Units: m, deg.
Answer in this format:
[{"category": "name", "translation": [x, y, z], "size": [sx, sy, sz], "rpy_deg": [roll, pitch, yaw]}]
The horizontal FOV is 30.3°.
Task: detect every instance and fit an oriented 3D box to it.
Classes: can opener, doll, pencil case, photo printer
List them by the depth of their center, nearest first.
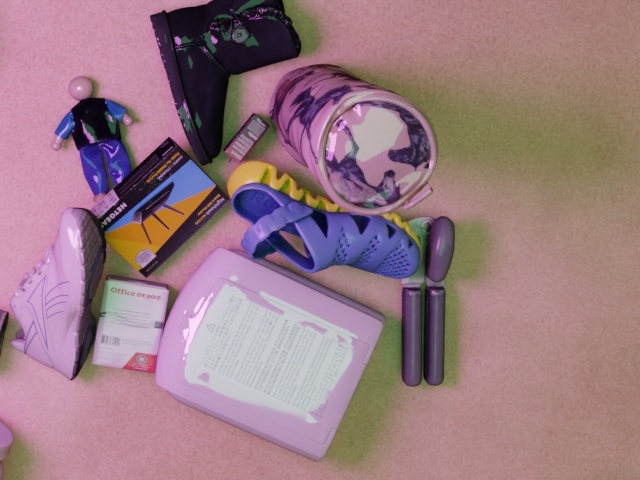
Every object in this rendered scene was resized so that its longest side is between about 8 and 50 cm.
[{"category": "pencil case", "translation": [0.041, -0.146, 1.649], "size": [0.183, 0.410, 0.160], "rpy_deg": [38, 94, -17]}, {"category": "doll", "translation": [-0.342, -0.155, 1.786], "size": [0.129, 0.046, 0.189], "rpy_deg": [-15, 100, -5]}, {"category": "photo printer", "translation": [-0.087, 0.167, 1.819], "size": [0.308, 0.107, 0.256], "rpy_deg": [25, 87, -10]}, {"category": "can opener", "translation": [0.164, 0.097, 1.861], "size": [0.074, 0.093, 0.280], "rpy_deg": [0, 103, -7]}]

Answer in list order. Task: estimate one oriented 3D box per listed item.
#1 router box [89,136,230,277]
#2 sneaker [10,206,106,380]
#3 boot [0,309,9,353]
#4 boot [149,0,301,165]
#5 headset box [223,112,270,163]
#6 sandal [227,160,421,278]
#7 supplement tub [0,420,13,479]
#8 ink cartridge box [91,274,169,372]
[{"category": "router box", "translation": [-0.246, -0.049, 1.788], "size": [0.179, 0.046, 0.133], "rpy_deg": [-43, 125, 1]}, {"category": "sneaker", "translation": [-0.394, 0.077, 1.744], "size": [0.129, 0.111, 0.297], "rpy_deg": [17, 120, 0]}, {"category": "boot", "translation": [-0.571, 0.093, 1.765], "size": [0.209, 0.076, 0.189], "rpy_deg": [14, 110, 7]}, {"category": "boot", "translation": [-0.125, -0.255, 1.771], "size": [0.207, 0.094, 0.246], "rpy_deg": [-16, 93, 0]}, {"category": "headset box", "translation": [-0.115, -0.153, 1.804], "size": [0.032, 0.062, 0.083], "rpy_deg": [38, 91, -9]}, {"category": "sandal", "translation": [0.000, 0.000, 1.784], "size": [0.317, 0.138, 0.126], "rpy_deg": [18, 137, -8]}, {"category": "supplement tub", "translation": [-0.591, 0.383, 1.758], "size": [0.191, 0.191, 0.272], "rpy_deg": [26, 94, -9]}, {"category": "ink cartridge box", "translation": [-0.293, 0.127, 1.825], "size": [0.099, 0.056, 0.135], "rpy_deg": [10, 97, -9]}]
